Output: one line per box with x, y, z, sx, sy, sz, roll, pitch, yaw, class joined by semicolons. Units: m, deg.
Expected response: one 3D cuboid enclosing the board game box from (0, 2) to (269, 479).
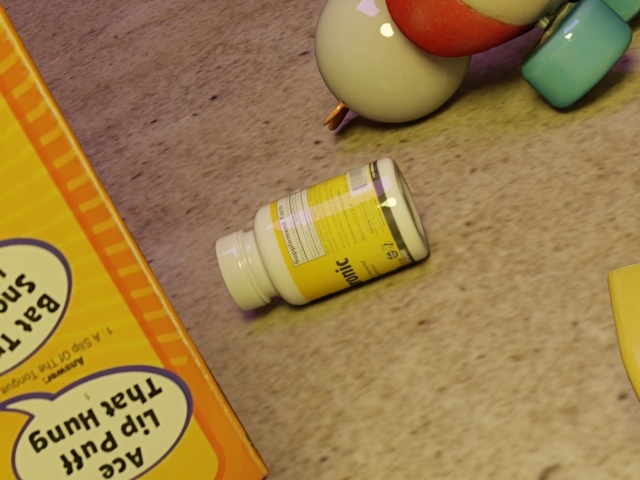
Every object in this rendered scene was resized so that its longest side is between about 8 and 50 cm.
-0.297;-0.020;0.642;0.357;0.356;0.356;-30;31;-8;board game box

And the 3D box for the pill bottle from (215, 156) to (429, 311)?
0.000;0.000;0.911;0.116;0.065;0.065;-21;24;10;pill bottle

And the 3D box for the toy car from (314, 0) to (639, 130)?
0.077;-0.168;1.090;0.238;0.219;0.210;-43;7;41;toy car

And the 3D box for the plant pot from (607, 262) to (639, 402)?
0.165;0.059;0.614;0.081;0.081;0.083;-15;37;22;plant pot
